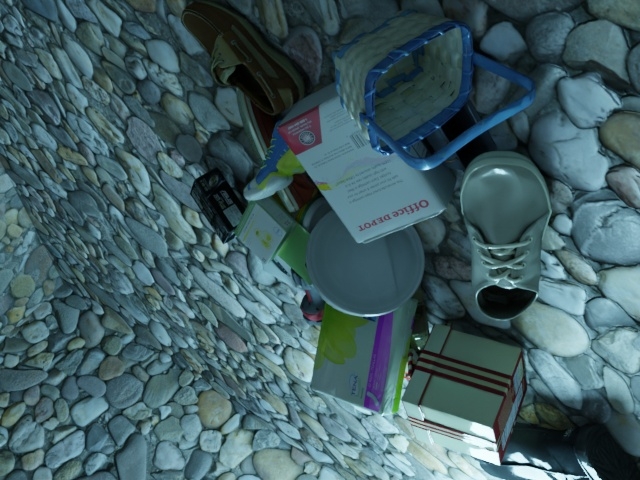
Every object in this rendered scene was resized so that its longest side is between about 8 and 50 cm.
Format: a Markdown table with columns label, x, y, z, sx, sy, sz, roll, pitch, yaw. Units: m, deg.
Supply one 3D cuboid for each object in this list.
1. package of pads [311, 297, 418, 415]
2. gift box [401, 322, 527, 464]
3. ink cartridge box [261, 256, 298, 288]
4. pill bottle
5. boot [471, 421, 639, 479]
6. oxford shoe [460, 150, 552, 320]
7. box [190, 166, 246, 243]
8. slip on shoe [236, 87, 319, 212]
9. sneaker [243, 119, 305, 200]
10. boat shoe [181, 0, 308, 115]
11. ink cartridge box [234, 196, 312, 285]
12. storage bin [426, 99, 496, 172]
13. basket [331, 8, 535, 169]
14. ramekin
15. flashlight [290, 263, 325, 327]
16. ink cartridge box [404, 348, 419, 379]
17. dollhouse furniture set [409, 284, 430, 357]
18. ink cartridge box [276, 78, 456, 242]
| label | x | y | z | sx | sy | sz | roll | pitch | yaw |
| --- | --- | --- | --- | --- | --- | --- | --- | --- | --- |
| package of pads | 0.101 | 0.262 | 2.054 | 0.229 | 0.101 | 0.296 | 14 | 98 | 33 |
| gift box | 0.350 | 0.361 | 2.024 | 0.258 | 0.276 | 0.255 | 12 | 143 | 25 |
| ink cartridge box | -0.074 | 0.036 | 2.316 | 0.239 | 0.060 | 0.275 | 29 | 149 | 28 |
| pill bottle | -0.079 | -0.088 | 2.082 | 0.208 | 0.117 | 0.117 | 26 | 148 | 28 |
| boot | 0.609 | 0.620 | 2.144 | 0.445 | 0.146 | 0.367 | -18 | 106 | 55 |
| oxford shoe | 0.356 | 0.006 | 1.588 | 0.169 | 0.130 | 0.449 | 1 | 141 | 13 |
| box | -0.281 | -0.095 | 2.317 | 0.180 | 0.077 | 0.147 | 56 | 161 | 4 |
| slip on shoe | -0.106 | -0.230 | 1.952 | 0.331 | 0.101 | 0.123 | 62 | 174 | -10 |
| sneaker | -0.091 | -0.194 | 1.872 | 0.126 | 0.240 | 0.091 | 57 | -178 | 7 |
| boat shoe | -0.178 | -0.392 | 1.781 | 0.324 | 0.120 | 0.122 | 38 | 152 | 9 |
| ink cartridge box | -0.096 | 0.007 | 2.043 | 0.235 | 0.056 | 0.171 | 45 | 144 | 8 |
| storage bin | 0.248 | -0.188 | 1.553 | 0.135 | 0.098 | 0.091 | 54 | 161 | -21 |
| basket | 0.178 | -0.253 | 1.386 | 0.289 | 0.255 | 0.201 | 44 | 158 | 42 |
| ramekin | 0.096 | 0.052 | 1.912 | 0.273 | 0.273 | 0.127 | 41 | 164 | 4 |
| flashlight | -0.025 | 0.135 | 2.265 | 0.304 | 0.103 | 0.103 | 71 | -176 | -58 |
| ink cartridge box | 0.198 | 0.333 | 2.153 | 0.145 | 0.045 | 0.179 | 5 | 143 | 30 |
| dollhouse furniture set | 0.191 | 0.214 | 2.087 | 0.161 | 0.101 | 0.182 | -10 | 135 | 7 |
| ink cartridge box | 0.096 | -0.173 | 1.655 | 0.226 | 0.131 | 0.306 | -21 | 116 | 35 |
